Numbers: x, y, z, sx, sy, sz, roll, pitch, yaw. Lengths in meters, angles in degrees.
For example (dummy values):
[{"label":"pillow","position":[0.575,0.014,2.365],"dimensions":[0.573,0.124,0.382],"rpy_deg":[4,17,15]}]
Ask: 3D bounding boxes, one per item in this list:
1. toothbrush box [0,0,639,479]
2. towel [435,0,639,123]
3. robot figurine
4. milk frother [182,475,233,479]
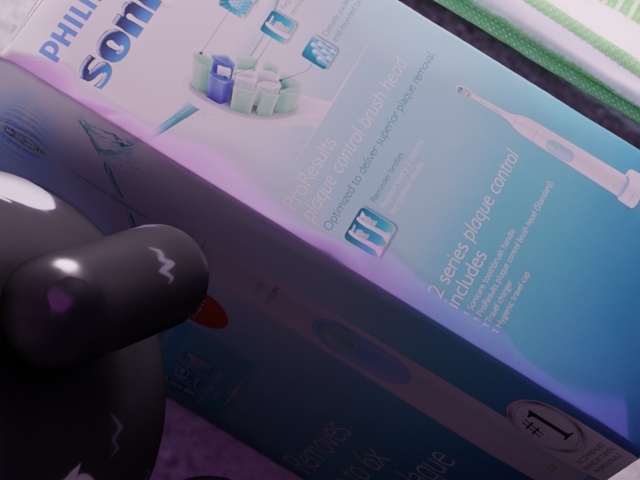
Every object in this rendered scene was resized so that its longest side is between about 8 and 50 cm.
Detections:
[{"label":"toothbrush box","position":[0.000,0.000,0.860],"dimensions":[0.295,0.216,0.126],"rpy_deg":[33,63,-2]},{"label":"towel","position":[0.190,-0.222,1.108],"dimensions":[0.248,0.038,0.325],"rpy_deg":[30,63,-2]},{"label":"robot figurine","position":[-0.159,0.063,0.685],"dimensions":[0.174,0.278,0.209],"rpy_deg":[26,102,15]},{"label":"milk frother","position":[-0.049,0.161,0.823],"dimensions":[0.129,0.135,0.143],"rpy_deg":[-14,73,-22]}]
